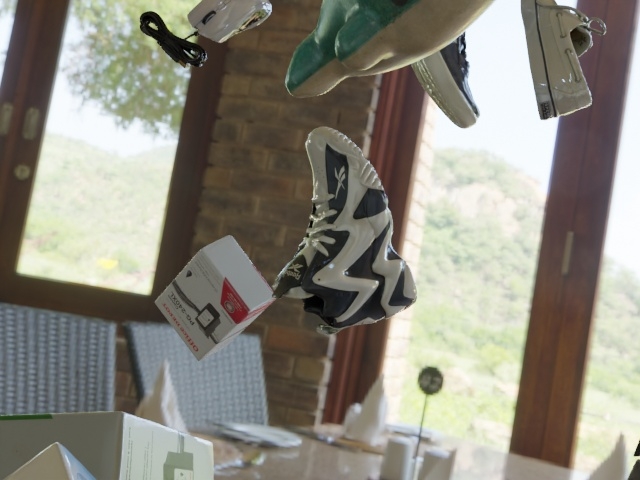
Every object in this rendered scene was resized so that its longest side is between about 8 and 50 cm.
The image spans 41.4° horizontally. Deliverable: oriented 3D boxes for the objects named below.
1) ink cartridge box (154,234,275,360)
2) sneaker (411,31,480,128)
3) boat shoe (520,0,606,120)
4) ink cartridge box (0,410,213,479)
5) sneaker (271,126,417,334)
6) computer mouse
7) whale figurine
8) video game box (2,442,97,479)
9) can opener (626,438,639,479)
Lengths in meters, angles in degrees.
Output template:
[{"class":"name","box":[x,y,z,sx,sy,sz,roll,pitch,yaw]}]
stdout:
[{"class":"ink cartridge box","box":[-0.147,0.082,1.164,0.063,0.109,0.150,-29,-11,-49]},{"class":"sneaker","box":[0.183,-0.341,1.232,0.148,0.350,0.131,-25,4,1]},{"class":"boat shoe","box":[0.502,-0.413,1.737,0.157,0.367,0.136,-10,-37,17]},{"class":"ink cartridge box","box":[-0.210,0.224,0.812,0.153,0.086,0.208,-5,-22,14]},{"class":"sneaker","box":[0.000,0.000,0.964,0.153,0.234,0.094,-26,16,-21]},{"class":"computer mouse","box":[-0.147,-0.314,1.180,0.106,0.193,0.042,43,-30,15]},{"class":"whale figurine","box":[0.057,-0.238,0.802,0.272,0.216,0.141,-24,-68,46]},{"class":"video game box","box":[-0.050,0.203,0.339,0.205,0.048,0.187,38,-21,56]},{"class":"can opener","box":[0.278,0.205,0.656,0.076,0.095,0.283,33,-34,31]}]
